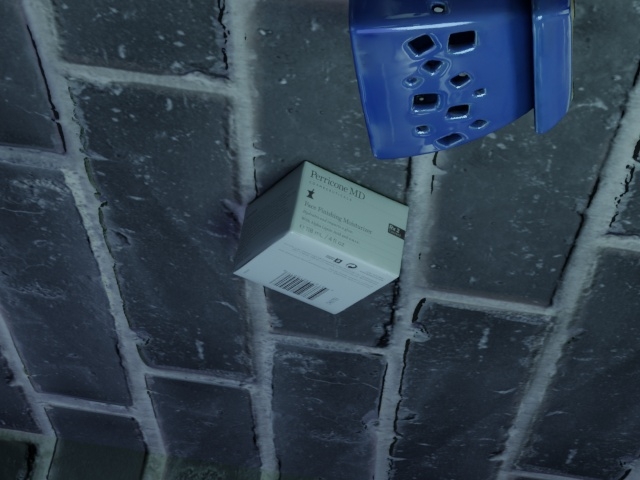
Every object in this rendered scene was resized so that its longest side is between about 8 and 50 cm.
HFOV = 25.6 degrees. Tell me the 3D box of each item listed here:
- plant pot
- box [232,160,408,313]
[{"bbox_3d":[0.145,-0.238,1.416,0.212,0.236,0.236,-3,150,9],"label":"plant pot"},{"bbox_3d":[0.000,0.000,2.015,0.181,0.119,0.182,23,149,-22],"label":"box"}]
